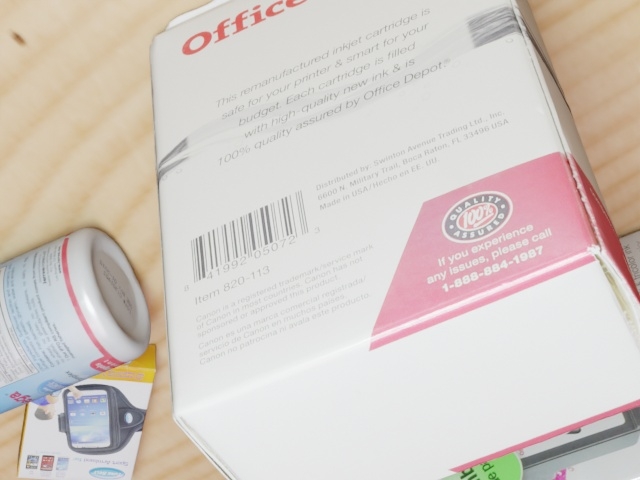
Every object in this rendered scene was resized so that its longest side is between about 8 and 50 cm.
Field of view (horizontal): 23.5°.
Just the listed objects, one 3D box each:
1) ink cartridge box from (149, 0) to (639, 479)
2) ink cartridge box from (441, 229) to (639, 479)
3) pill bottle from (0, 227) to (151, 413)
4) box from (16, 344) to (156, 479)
[{"bbox_3d":[0.032,-0.024,0.786,0.207,0.283,0.117,-23,133,13],"label":"ink cartridge box"},{"bbox_3d":[0.183,0.146,1.006,0.270,0.198,0.197,-21,130,11],"label":"ink cartridge box"},{"bbox_3d":[-0.194,0.059,0.960,0.160,0.087,0.087,-23,130,13],"label":"pill bottle"},{"bbox_3d":[-0.163,0.124,1.060,0.081,0.028,0.136,6,128,-12],"label":"box"}]
